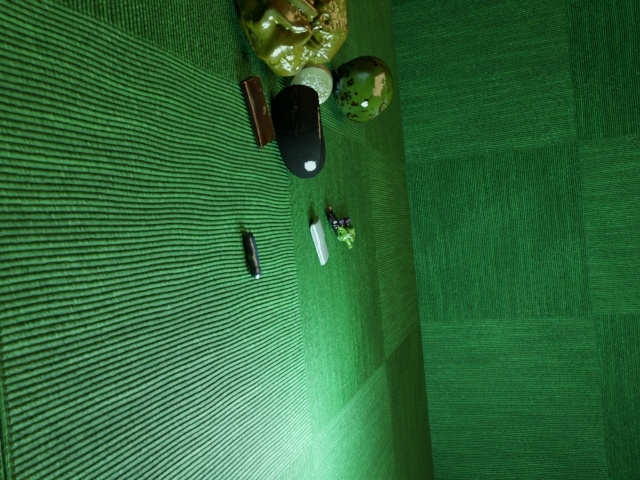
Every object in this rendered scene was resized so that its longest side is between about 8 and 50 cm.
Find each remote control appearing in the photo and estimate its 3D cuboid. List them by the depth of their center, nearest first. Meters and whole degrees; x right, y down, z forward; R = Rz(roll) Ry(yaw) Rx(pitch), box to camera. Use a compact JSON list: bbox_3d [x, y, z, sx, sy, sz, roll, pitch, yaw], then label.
[{"bbox_3d":[0.000,0.000,1.827,0.061,0.029,0.162,-67,146,-51],"label":"remote control"}]

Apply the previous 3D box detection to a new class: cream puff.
[{"bbox_3d":[-0.068,-0.600,1.443,0.274,0.269,0.323,-56,135,-54],"label":"cream puff"}]

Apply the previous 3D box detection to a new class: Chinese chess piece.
[{"bbox_3d":[-0.035,-0.475,1.682,0.058,0.144,0.144,-109,176,-46],"label":"Chinese chess piece"}]

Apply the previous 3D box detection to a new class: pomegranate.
[{"bbox_3d":[0.158,-0.591,2.144,0.271,0.254,0.254,56,9,23],"label":"pomegranate"}]

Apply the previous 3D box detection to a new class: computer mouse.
[{"bbox_3d":[-0.060,-0.304,1.573,0.086,0.137,0.270,-61,144,-73],"label":"computer mouse"}]

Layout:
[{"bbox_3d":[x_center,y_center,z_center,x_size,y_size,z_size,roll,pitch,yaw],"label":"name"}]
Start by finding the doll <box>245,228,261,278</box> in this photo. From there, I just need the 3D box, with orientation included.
[{"bbox_3d":[-0.166,0.033,1.357,0.037,0.027,0.125,-26,107,-70],"label":"doll"}]

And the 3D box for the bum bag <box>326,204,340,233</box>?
[{"bbox_3d":[0.044,-0.071,1.962,0.124,0.034,0.058,59,23,-52],"label":"bum bag"}]

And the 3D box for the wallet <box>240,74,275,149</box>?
[{"bbox_3d":[-0.164,-0.337,1.456,0.095,0.026,0.176,-54,134,-54],"label":"wallet"}]

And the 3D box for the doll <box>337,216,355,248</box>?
[{"bbox_3d":[0.101,-0.030,2.093,0.190,0.050,0.115,-26,106,-72],"label":"doll"}]
